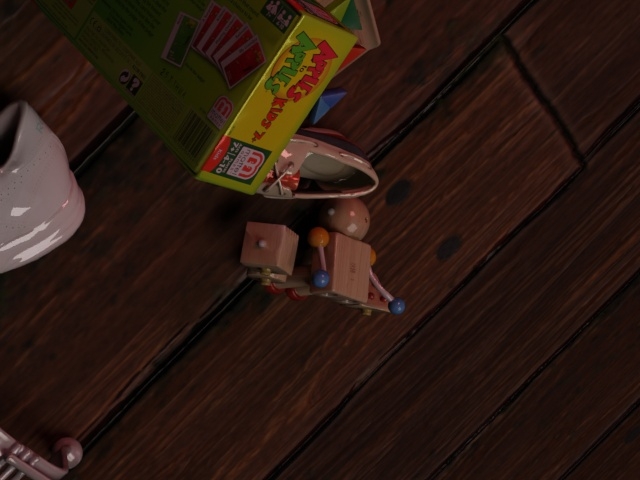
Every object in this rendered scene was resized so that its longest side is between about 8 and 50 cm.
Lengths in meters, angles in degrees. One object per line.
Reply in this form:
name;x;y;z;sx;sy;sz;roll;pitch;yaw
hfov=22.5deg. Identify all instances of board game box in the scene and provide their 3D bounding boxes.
board game box;-0.070;-0.113;0.788;0.043;0.181;0.092;16;114;-51

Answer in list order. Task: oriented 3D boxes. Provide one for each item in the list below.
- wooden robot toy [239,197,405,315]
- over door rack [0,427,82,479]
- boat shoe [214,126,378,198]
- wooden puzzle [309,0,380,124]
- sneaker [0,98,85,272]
wooden robot toy;0.000;0.000;1.092;0.173;0.076;0.079;22;74;-52
over door rack;-0.206;0.262;1.073;0.239;0.108;0.324;-45;124;0
boat shoe;-0.022;-0.047;1.021;0.137;0.043;0.049;0;128;-43
wooden puzzle;0.003;-0.124;0.993;0.078;0.014;0.116;-39;144;-6
sneaker;-0.228;0.000;0.851;0.212;0.080;0.094;-39;140;-23
